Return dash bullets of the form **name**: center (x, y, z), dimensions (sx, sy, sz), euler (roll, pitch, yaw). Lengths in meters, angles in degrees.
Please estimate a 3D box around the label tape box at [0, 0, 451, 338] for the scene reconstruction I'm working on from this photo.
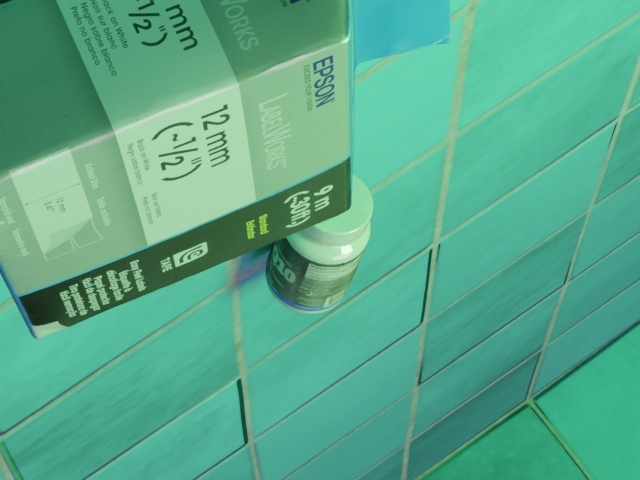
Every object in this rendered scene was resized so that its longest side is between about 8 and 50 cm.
- **label tape box**: center (-0.056, -0.086, 1.171), dimensions (0.347, 0.115, 0.249), euler (-21, 159, -7)

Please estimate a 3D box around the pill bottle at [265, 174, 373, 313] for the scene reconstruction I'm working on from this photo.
- **pill bottle**: center (0.000, 0.000, 1.635), dimensions (0.078, 0.078, 0.137), euler (-29, 160, -26)
